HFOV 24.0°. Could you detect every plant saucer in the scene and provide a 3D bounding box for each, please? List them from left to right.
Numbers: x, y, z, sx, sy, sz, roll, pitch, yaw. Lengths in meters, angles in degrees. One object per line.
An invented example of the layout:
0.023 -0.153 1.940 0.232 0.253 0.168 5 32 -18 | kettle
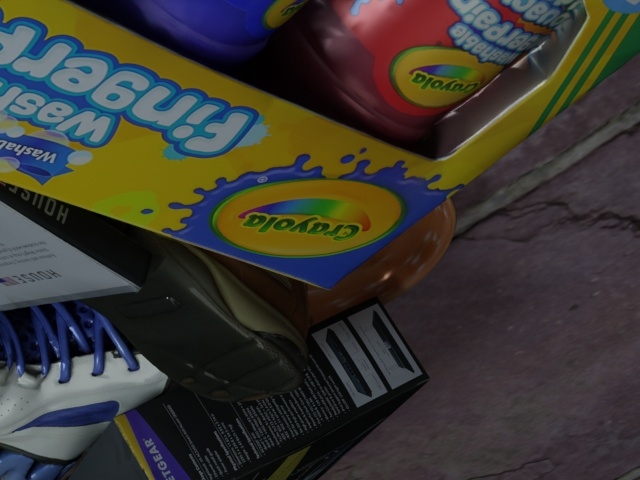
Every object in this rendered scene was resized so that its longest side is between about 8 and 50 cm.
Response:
0.000 0.000 1.094 0.200 0.037 0.200 -15 148 -9 | plant saucer

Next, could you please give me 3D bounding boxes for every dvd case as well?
-0.232 -0.028 0.805 0.179 0.030 0.238 -8 147 43 | dvd case

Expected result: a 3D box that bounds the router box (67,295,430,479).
-0.087 0.182 1.170 0.243 0.081 0.309 -23 163 -36 | router box

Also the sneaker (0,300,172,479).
-0.207 0.068 1.019 0.182 0.127 0.315 -32 153 12 | sneaker

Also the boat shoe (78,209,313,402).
-0.113 -0.024 0.924 0.122 0.120 0.324 -8 140 33 | boat shoe

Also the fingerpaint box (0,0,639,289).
-0.030 -0.178 0.688 0.371 0.163 0.445 -37 144 27 | fingerpaint box
